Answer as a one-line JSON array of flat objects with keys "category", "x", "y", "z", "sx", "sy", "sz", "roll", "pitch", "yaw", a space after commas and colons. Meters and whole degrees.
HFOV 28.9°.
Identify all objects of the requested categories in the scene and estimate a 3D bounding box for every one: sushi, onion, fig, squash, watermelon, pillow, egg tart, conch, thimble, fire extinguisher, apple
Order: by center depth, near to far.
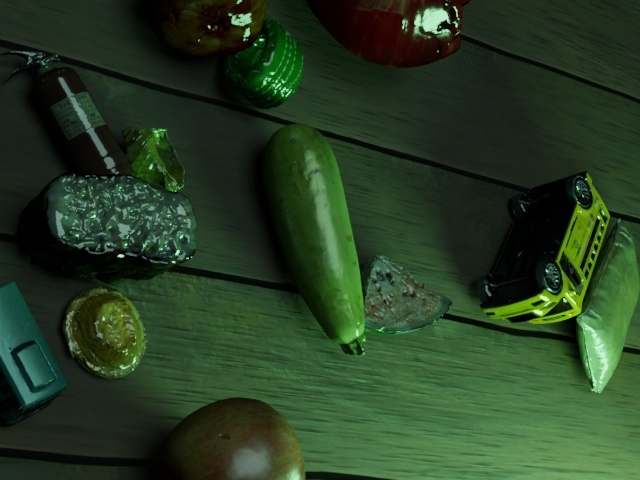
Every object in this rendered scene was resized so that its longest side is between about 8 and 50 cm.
[{"category": "apple", "x": -0.118, "y": 0.302, "z": 1.615, "sx": 0.174, "sy": 0.188, "sz": 0.188, "roll": -13, "pitch": 80, "yaw": -31}, {"category": "sushi", "x": -0.283, "y": -0.015, "z": 1.652, "sx": 0.225, "sy": 0.127, "sz": 0.124, "roll": 7, "pitch": 68, "yaw": -29}, {"category": "egg tart", "x": -0.280, "y": 0.118, "z": 1.652, "sx": 0.129, "sy": 0.049, "sz": 0.129, "roll": 18, "pitch": 60, "yaw": -35}, {"category": "fire extinguisher", "x": -0.353, "y": -0.169, "z": 1.702, "sx": 0.099, "sy": 0.071, "sz": 0.231, "roll": -32, "pitch": 92, "yaw": -25}, {"category": "conch", "x": -0.237, "y": -0.120, "z": 1.769, "sx": 0.121, "sy": 0.074, "sz": 0.089, "roll": 45, "pitch": 60, "yaw": -10}, {"category": "squash", "x": -0.007, "y": 0.001, "z": 1.885, "sx": 0.118, "sy": 0.118, "sz": 0.371, "roll": -6, "pitch": 80, "yaw": -41}, {"category": "fig", "x": -0.154, "y": -0.398, "z": 1.902, "sx": 0.190, "sy": 0.190, "sz": 0.290, "roll": 44, "pitch": 35, "yaw": -16}, {"category": "thimble", "x": -0.087, "y": -0.275, "z": 1.929, "sx": 0.090, "sy": 0.118, "sz": 0.130, "roll": 37, "pitch": 70, "yaw": -37}, {"category": "watermelon", "x": 0.109, "y": 0.090, "z": 1.974, "sx": 0.187, "sy": 0.071, "sz": 0.139, "roll": -9, "pitch": 70, "yaw": -33}, {"category": "onion", "x": 0.121, "y": -0.457, "z": 2.055, "sx": 0.341, "sy": 0.341, "sz": 0.341, "roll": 16, "pitch": 62, "yaw": -34}, {"category": "pillow", "x": 0.528, "y": 0.119, "z": 2.268, "sx": 0.302, "sy": 0.075, "sz": 0.185, "roll": -56, "pitch": 137, "yaw": -43}]

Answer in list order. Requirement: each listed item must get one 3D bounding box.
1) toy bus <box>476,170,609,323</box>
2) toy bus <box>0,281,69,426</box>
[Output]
[{"category": "toy bus", "x": 0.403, "y": 0.031, "z": 2.182, "sx": 0.151, "sy": 0.145, "sz": 0.331, "roll": 51, "pitch": 45, "yaw": -24}, {"category": "toy bus", "x": -0.382, "y": 0.140, "z": 1.528, "sx": 0.079, "sy": 0.092, "sz": 0.160, "roll": -27, "pitch": 90, "yaw": -41}]
